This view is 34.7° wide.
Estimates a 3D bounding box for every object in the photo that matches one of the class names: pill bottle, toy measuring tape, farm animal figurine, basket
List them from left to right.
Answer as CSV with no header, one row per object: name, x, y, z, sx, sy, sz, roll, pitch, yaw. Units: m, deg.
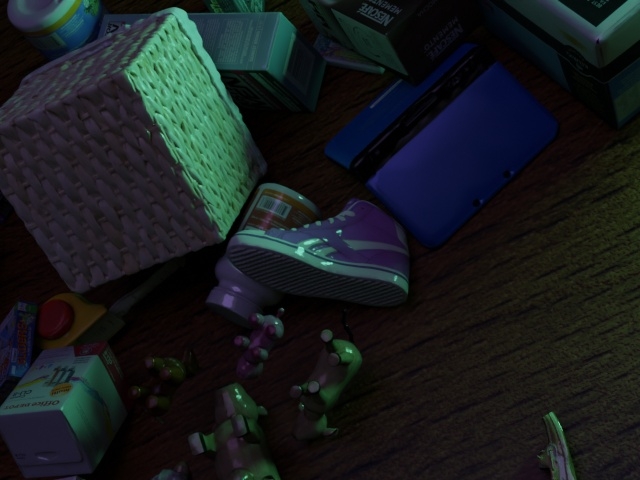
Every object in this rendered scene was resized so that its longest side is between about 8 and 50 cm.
pill bottle,-0.451,-0.381,1.941,0.152,0.272,0.152,-11,59,20
toy measuring tape,-0.380,0.106,1.733,0.330,0.121,0.121,-42,54,-2
basket,-0.315,-0.143,1.649,0.328,0.331,0.266,-19,24,20
farm animal figurine,-0.098,0.274,1.483,0.330,0.172,0.326,-6,73,13
pill bottle,-0.093,0.027,1.636,0.121,0.121,0.216,18,72,32

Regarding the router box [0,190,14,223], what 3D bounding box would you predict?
router box,-0.652,-0.127,2.031,0.179,0.046,0.133,28,77,35

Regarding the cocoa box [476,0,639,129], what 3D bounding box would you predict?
cocoa box,0.406,-0.387,1.570,0.231,0.228,0.347,-40,54,-1

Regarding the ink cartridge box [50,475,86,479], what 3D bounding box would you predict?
ink cartridge box,-0.398,0.423,1.571,0.143,0.092,0.090,-14,57,16

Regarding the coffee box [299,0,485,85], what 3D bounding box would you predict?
coffee box,0.110,-0.399,1.727,0.168,0.119,0.297,-43,42,-6

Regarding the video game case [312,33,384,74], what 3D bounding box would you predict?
video game case,0.072,-0.372,1.849,0.157,0.019,0.143,16,71,30

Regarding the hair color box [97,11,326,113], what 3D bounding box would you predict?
hair color box,-0.201,-0.317,1.834,0.374,0.185,0.113,6,76,28

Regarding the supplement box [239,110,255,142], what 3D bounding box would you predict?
supplement box,-0.164,-0.172,1.821,0.083,0.056,0.083,-22,56,12

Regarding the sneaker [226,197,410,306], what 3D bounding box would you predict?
sneaker,0.000,0.001,1.572,0.282,0.102,0.161,14,56,-12

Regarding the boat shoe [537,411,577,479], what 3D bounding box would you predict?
boat shoe,0.307,0.291,1.342,0.045,0.050,0.135,-16,57,10

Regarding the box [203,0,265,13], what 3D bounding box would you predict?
box,-0.170,-0.487,1.894,0.059,0.232,0.183,-11,59,17

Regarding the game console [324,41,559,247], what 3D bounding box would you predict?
game console,0.189,-0.165,1.671,0.293,0.173,0.250,-42,23,-3

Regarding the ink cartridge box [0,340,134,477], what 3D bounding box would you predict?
ink cartridge box,-0.395,0.264,1.596,0.128,0.127,0.176,-9,28,19

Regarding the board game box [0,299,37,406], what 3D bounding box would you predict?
board game box,-0.529,0.204,1.723,0.201,0.035,0.136,-42,42,46
